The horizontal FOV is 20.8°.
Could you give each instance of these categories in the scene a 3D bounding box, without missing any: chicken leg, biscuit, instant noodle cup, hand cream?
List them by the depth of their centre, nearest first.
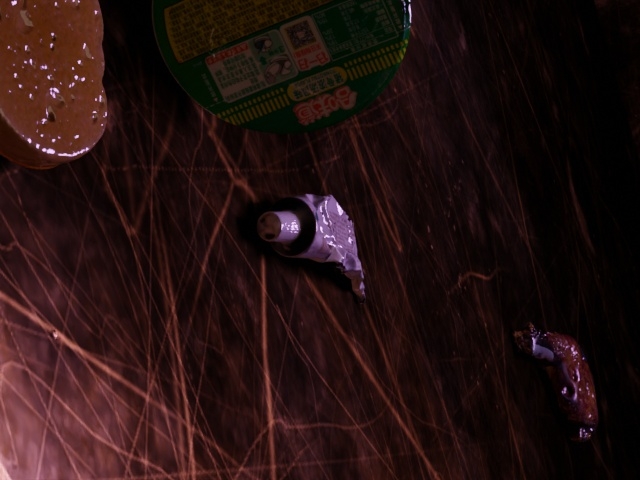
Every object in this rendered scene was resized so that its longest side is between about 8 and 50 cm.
[{"bbox_3d":[-0.200,-0.129,1.095,0.170,0.050,0.170,37,46,-49],"label":"biscuit"},{"bbox_3d":[-0.025,-0.231,1.453,0.233,0.207,0.207,-83,152,-60],"label":"instant noodle cup"},{"bbox_3d":[0.004,-0.001,1.562,0.257,0.050,0.084,25,49,-69],"label":"hand cream"},{"bbox_3d":[0.309,0.169,2.270,0.253,0.051,0.106,51,35,-43],"label":"chicken leg"}]
